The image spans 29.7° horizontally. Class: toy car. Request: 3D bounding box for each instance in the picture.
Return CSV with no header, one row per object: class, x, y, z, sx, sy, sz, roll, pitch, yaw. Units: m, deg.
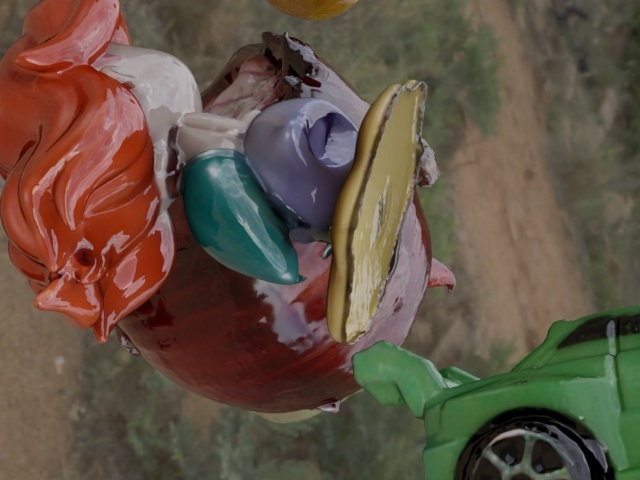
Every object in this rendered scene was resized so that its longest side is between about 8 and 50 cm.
toy car,0.217,0.128,0.834,0.213,0.359,0.176,26,52,-55

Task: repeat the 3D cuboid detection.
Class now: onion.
onion,-0.049,0.001,1.075,0.341,0.341,0.341,-13,90,-72

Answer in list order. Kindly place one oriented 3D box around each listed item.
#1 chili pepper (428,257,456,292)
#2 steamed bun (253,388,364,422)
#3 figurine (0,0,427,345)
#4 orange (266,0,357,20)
chili pepper,0.003,0.001,1.661,0.092,0.368,0.137,-65,167,-2
steamed bun,-0.041,0.097,1.395,0.110,0.231,0.212,2,63,-43
figurine,-0.086,-0.039,0.694,0.181,0.257,0.208,21,83,-77
orange,-0.011,-0.319,1.327,0.134,0.155,0.154,-54,134,-31
